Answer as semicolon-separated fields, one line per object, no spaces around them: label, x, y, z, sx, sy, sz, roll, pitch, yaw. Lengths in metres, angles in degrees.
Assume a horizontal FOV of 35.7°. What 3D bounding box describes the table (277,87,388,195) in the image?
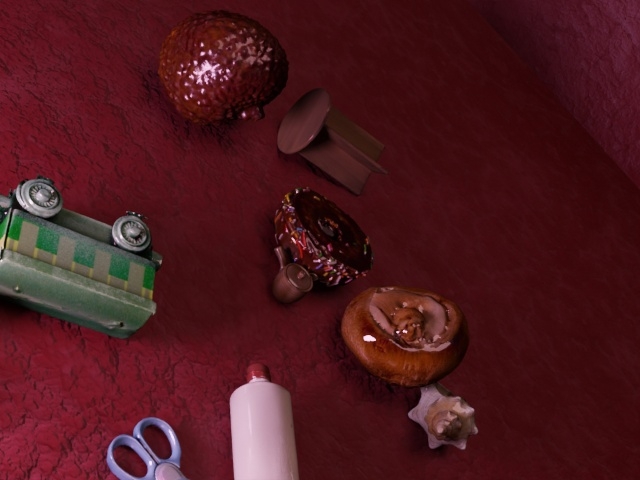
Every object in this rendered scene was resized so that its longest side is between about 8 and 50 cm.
table;0.040;-0.213;2.244;0.227;0.167;0.167;33;37;-31

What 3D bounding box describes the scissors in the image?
scissors;-0.211;0.385;1.495;0.256;0.030;0.125;49;37;9

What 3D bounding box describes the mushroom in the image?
mushroom;0.161;0.181;1.937;0.253;0.153;0.253;10;29;-6

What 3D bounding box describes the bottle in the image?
bottle;-0.094;0.312;1.622;0.104;0.104;0.245;21;42;-30

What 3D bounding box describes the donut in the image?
donut;0.000;0.000;2.018;0.235;0.089;0.235;32;30;-22

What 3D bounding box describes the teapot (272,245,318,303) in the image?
teapot;-0.059;0.064;1.918;0.085;0.080;0.110;-9;62;-48

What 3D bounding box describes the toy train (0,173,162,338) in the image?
toy train;-0.396;0.029;1.581;0.301;0.120;0.202;23;47;-29

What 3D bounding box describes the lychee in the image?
lychee;-0.198;-0.356;2.045;0.261;0.260;0.260;27;40;-25

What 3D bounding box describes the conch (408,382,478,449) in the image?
conch;0.230;0.338;1.933;0.137;0.114;0.234;46;0;-13
